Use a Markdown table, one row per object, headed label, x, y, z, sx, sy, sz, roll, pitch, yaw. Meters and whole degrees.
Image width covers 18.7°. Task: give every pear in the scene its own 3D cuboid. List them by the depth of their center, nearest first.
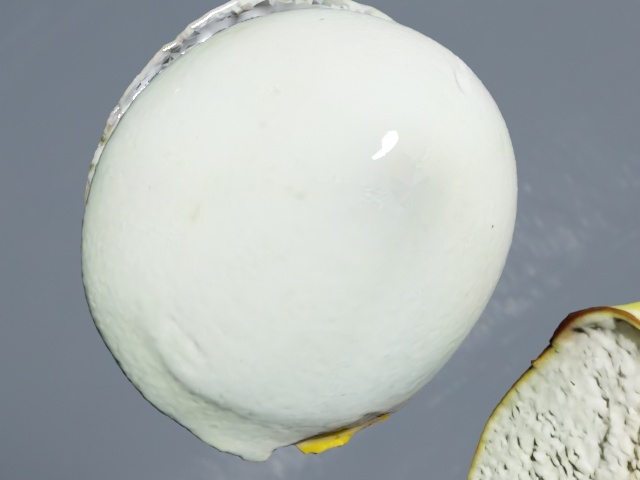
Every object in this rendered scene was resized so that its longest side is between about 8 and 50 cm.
| label | x | y | z | sx | sy | sz | roll | pitch | yaw |
| --- | --- | --- | --- | --- | --- | --- | --- | --- | --- |
| pear | 0.269 | 0.216 | 1.285 | 0.191 | 0.386 | 0.340 | -11 | 30 | -36 |

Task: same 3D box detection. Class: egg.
| label | x | y | z | sx | sy | sz | roll | pitch | yaw |
| --- | --- | --- | --- | --- | --- | --- | --- | --- | --- |
| egg | -0.003 | -0.004 | 1.162 | 0.286 | 0.264 | 0.174 | -55 | 17 | -3 |
